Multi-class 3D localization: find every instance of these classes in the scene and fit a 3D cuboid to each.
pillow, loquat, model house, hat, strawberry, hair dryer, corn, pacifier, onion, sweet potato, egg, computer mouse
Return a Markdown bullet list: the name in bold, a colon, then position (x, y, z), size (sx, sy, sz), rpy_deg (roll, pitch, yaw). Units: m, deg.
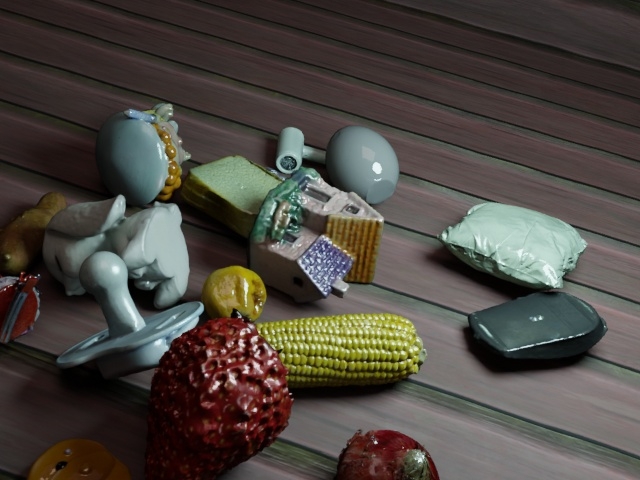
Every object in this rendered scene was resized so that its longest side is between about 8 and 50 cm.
- **pillow**: position (0.446, 0.009, 1.895), size (0.309, 0.138, 0.283), rpy_deg (21, 27, 19)
- **loquat**: position (-0.173, 0.117, 1.620), size (0.137, 0.113, 0.137), rpy_deg (16, 51, -20)
- **model house**: position (0.000, 0.000, 1.745), size (0.237, 0.202, 0.237), rpy_deg (24, 38, 17)
- **hat**: position (-0.624, 0.096, 1.517), size (0.227, 0.140, 0.129), rpy_deg (21, 20, 33)
- **strawberry**: position (-0.183, 0.261, 1.306), size (0.257, 0.261, 0.261), rpy_deg (-18, 46, -31)
- **hair dryer**: position (-0.093, -0.153, 2.064), size (0.114, 0.037, 0.063), rpy_deg (17, 7, -22)
- **corn**: position (0.012, 0.206, 1.528), size (0.387, 0.144, 0.144), rpy_deg (2, 37, -16)
- **pacifier**: position (-0.345, 0.121, 1.439), size (0.287, 0.226, 0.238), rpy_deg (-14, 14, 27)
- **hair dryer**: position (-0.003, -0.214, 2.162), size (0.236, 0.073, 0.131), rpy_deg (16, 37, -11)
- **onion**: position (0.118, 0.380, 1.323), size (0.184, 0.147, 0.184), rpy_deg (17, 42, -16)
- **sweet potato**: position (-0.605, -0.005, 1.660), size (0.095, 0.106, 0.355), rpy_deg (40, 18, -15)
- **egg**: position (0.101, -0.195, 2.055), size (0.176, 0.176, 0.232), rpy_deg (-6, 42, -24)
- **computer mouse**: position (0.457, 0.194, 1.720), size (0.295, 0.087, 0.168), rpy_deg (-10, 31, -14)

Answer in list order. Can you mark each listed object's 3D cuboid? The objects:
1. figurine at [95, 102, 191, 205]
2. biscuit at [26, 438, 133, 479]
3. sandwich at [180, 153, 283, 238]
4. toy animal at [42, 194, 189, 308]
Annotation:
- **figurine**: position (-0.420, -0.212, 1.978), size (0.205, 0.225, 0.382), rpy_deg (-11, 12, 5)
- **biscuit**: position (-0.380, 0.379, 1.258), size (0.170, 0.050, 0.170), rpy_deg (7, 36, -5)
- **sandwich**: position (-0.179, -0.101, 1.923), size (0.251, 0.087, 0.226), rpy_deg (30, 31, 25)
- **toy animal**: position (-0.416, 0.016, 1.617), size (0.264, 0.272, 0.206), rpy_deg (-4, 62, 16)
